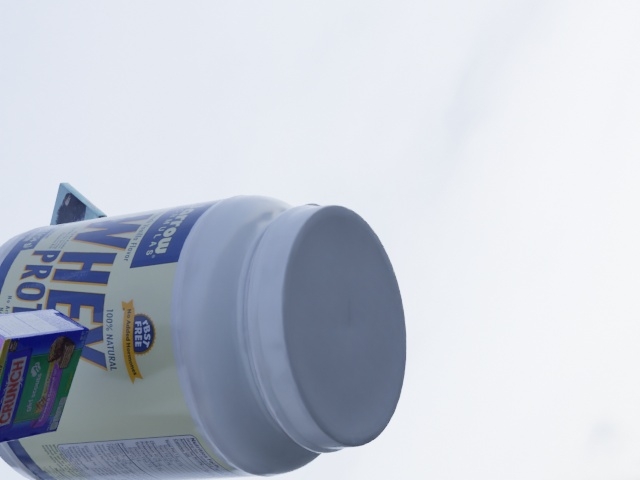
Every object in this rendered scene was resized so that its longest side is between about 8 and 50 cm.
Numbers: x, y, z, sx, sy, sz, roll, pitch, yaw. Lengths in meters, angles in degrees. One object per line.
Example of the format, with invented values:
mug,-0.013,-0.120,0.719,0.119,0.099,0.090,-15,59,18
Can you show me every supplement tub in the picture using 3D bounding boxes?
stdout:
supplement tub,-0.114,0.087,1.634,0.235,0.324,0.235,21,-115,-56

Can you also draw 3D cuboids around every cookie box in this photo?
cookie box,-0.232,0.103,1.452,0.107,0.040,0.092,-5,-63,-61

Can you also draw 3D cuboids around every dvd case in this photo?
dvd case,-0.261,0.010,2.009,0.013,0.087,0.119,-2,-63,-38

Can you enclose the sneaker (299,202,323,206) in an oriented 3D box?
sneaker,0.000,0.000,2.051,0.042,0.067,0.118,-21,12,-8
